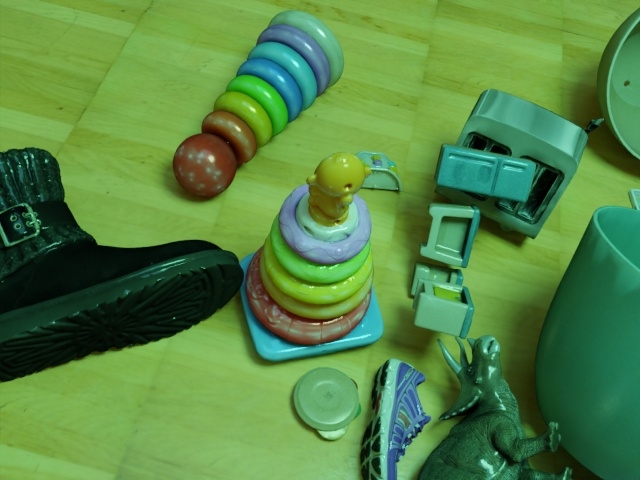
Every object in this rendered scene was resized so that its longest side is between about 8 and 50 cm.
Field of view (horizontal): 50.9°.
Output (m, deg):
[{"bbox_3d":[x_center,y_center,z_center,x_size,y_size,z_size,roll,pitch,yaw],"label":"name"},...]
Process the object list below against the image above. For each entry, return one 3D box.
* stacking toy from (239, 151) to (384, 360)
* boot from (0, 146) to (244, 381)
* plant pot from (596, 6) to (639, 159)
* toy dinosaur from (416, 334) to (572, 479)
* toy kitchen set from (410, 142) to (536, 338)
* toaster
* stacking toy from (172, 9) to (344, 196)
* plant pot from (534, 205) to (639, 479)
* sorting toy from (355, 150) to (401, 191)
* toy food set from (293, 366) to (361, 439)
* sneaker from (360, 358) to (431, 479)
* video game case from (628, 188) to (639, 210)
[{"bbox_3d":[0.000,0.000,0.771,0.175,0.302,0.166,-8,58,-14],"label":"stacking toy"},{"bbox_3d":[-0.292,-0.001,0.829,0.347,0.131,0.260,-15,60,-18],"label":"boot"},{"bbox_3d":[0.575,-0.272,1.099,0.283,0.284,0.191,9,20,-3],"label":"plant pot"},{"bbox_3d":[0.170,0.263,0.735,0.160,0.121,0.314,3,51,41],"label":"toy dinosaur"},{"bbox_3d":[0.194,-0.001,0.841,0.122,0.207,0.166,11,15,4],"label":"toy kitchen set"},{"bbox_3d":[0.274,-0.112,0.960,0.168,0.186,0.110,27,39,8],"label":"toaster"},{"bbox_3d":[-0.104,-0.195,1.004,0.141,0.141,0.330,31,63,12],"label":"stacking toy"},{"bbox_3d":[0.379,0.137,0.748,0.292,0.235,0.293,19,26,-9],"label":"plant pot"},{"bbox_3d":[0.082,-0.113,1.028,0.083,0.045,0.075,4,36,-7],"label":"sorting toy"},{"bbox_3d":[0.009,0.192,0.814,0.083,0.020,0.082,33,57,13],"label":"toy food set"},{"bbox_3d":[0.093,0.218,0.784,0.071,0.068,0.170,19,55,-5],"label":"sneaker"},{"bbox_3d":[0.540,-0.027,1.054,0.087,0.011,0.122,5,56,-6],"label":"video game case"}]
